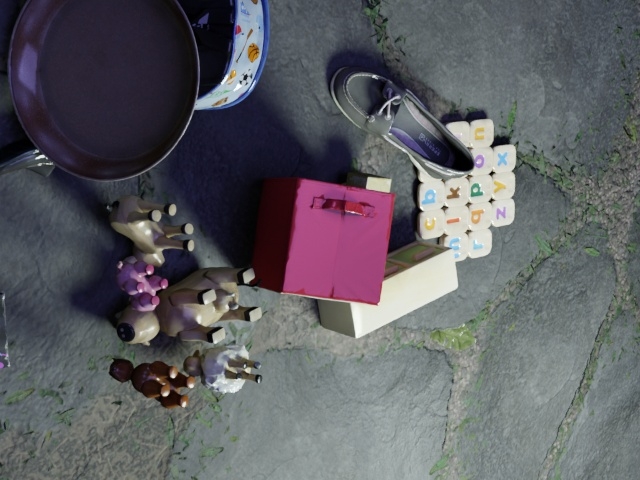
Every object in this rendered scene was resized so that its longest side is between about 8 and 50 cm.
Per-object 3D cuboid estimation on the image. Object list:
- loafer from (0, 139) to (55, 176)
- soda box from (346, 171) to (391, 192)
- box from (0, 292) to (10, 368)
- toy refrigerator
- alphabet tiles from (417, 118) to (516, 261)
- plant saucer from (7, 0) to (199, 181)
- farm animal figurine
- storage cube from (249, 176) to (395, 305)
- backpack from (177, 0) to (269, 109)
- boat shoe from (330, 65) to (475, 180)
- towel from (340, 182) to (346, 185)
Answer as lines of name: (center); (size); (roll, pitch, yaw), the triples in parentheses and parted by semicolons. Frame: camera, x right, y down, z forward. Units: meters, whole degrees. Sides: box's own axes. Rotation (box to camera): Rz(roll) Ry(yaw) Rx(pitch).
loafer: (-0.416, -0.123, 1.762); (0.170, 0.062, 0.061); (-25, 119, -33)
soda box: (0.077, -0.032, 2.161); (0.061, 0.058, 0.181); (2, 101, -40)
box: (-0.539, 0.144, 1.733); (0.162, 0.029, 0.116); (-9, 104, -37)
toy refrigerator: (0.128, 0.085, 2.236); (0.269, 0.102, 0.094); (-22, 113, -34)
alphabet tiles: (0.295, -0.102, 2.391); (0.277, 0.021, 0.284); (-11, 106, -39)
plant saucer: (-0.303, -0.241, 1.684); (0.050, 0.310, 0.311); (-23, 117, -68)
farm animal figurine: (-0.243, 0.094, 1.896); (0.326, 0.172, 0.331); (-1, 92, -52)
storage cube: (0.000, 0.000, 2.014); (0.183, 0.215, 0.193); (8, 89, -20)
backpack: (-0.205, -0.306, 1.768); (0.213, 0.263, 0.277); (-9, 106, -55)
boat shoe: (0.163, -0.220, 2.192); (0.335, 0.095, 0.112); (35, 74, -34)
towel: (0.042, -0.051, 2.184); (0.148, 0.027, 0.110); (-21, 113, -36)
